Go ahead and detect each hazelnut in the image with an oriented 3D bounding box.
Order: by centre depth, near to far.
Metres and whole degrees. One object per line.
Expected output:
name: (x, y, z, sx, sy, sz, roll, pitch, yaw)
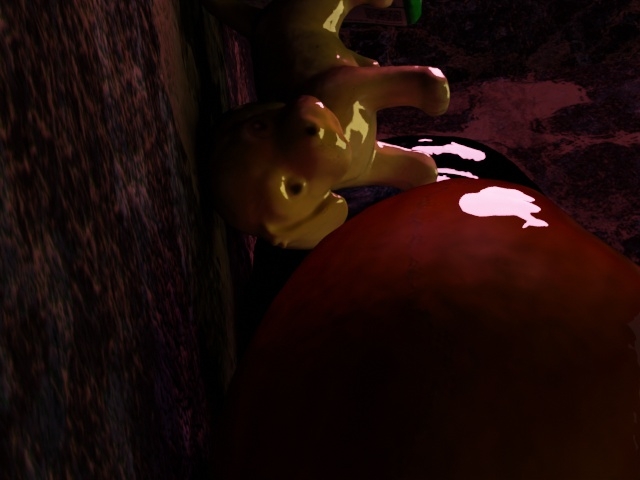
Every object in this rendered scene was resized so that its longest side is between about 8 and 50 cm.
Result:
hazelnut: (0.084, 0.152, 0.854, 0.366, 0.365, 0.366, -7, 90, -87)

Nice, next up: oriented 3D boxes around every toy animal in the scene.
toy animal: (0.001, -0.096, 1.080, 0.121, 0.168, 0.233, 100, -12, -46)

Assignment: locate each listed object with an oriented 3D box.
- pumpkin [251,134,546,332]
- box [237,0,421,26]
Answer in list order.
pumpkin: (0.082, 0.094, 1.250, 0.363, 0.266, 0.363, 169, -90, -90)
box: (-0.009, -0.245, 1.187, 0.250, 0.180, 0.103, 55, 39, -80)
